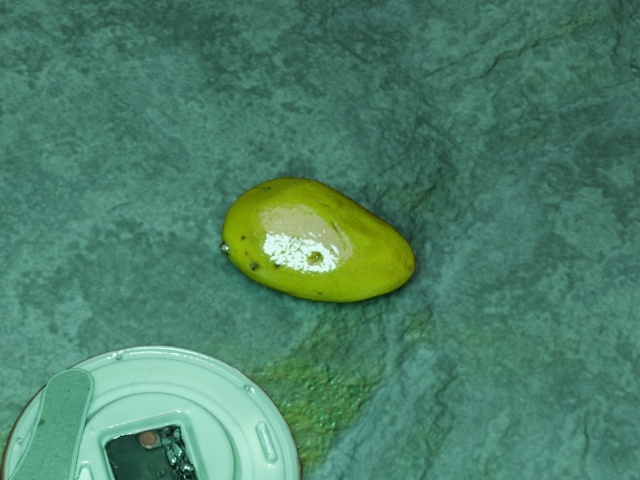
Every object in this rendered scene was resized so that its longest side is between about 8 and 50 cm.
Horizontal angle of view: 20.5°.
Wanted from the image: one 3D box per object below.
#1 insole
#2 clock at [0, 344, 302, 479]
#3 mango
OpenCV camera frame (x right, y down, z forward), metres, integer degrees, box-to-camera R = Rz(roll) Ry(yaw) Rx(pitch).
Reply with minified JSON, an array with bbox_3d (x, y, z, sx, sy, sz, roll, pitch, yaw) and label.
[{"bbox_3d":[-0.286,0.230,1.844,0.080,0.003,0.232,3,55,19],"label":"insole"},{"bbox_3d":[-0.178,0.249,1.877,0.318,0.080,0.318,4,57,-6],"label":"clock"},{"bbox_3d":[0.000,0.000,2.046,0.227,0.109,0.147,12,52,-2],"label":"mango"}]
